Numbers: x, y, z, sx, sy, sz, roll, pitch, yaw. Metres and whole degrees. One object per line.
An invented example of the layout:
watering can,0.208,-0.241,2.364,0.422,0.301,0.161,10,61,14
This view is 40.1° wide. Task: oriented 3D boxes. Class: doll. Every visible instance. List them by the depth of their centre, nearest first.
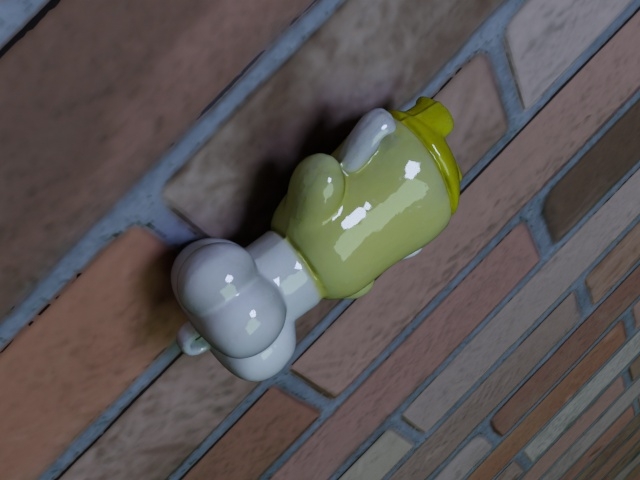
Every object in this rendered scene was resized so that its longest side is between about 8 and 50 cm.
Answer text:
doll,0.000,0.000,0.410,0.162,0.062,0.106,-39,144,-13
